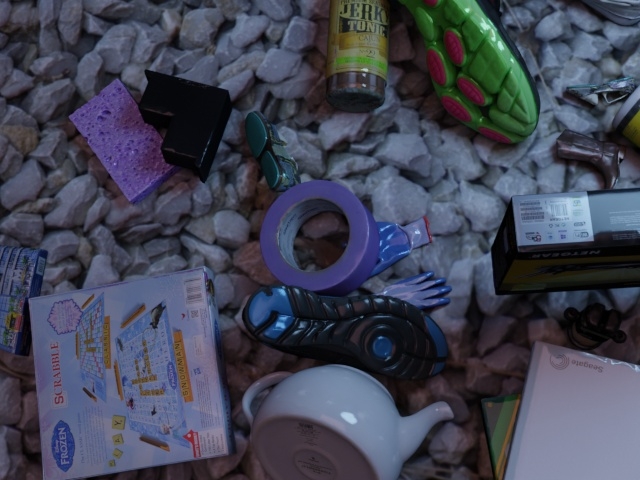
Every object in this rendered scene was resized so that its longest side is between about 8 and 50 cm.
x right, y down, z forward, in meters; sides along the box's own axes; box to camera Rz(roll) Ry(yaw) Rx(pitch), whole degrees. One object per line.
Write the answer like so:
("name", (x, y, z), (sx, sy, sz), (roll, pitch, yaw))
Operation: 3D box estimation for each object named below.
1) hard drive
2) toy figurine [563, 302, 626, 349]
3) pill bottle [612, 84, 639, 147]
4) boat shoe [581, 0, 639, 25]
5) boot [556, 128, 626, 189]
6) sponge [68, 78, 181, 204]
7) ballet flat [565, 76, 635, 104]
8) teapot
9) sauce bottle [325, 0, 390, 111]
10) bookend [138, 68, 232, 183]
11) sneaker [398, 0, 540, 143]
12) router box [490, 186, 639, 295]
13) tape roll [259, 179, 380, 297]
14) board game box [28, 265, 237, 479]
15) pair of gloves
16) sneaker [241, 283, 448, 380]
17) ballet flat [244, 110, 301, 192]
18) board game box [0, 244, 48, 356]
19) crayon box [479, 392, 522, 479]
("hard drive", (0.391, 0.345, 1.318), (0.233, 0.047, 0.352), (13, 79, 11))
("toy figurine", (0.457, 0.049, 1.415), (0.210, 0.148, 0.213), (-24, 73, -4))
("pill bottle", (0.588, -0.170, 1.451), (0.208, 0.119, 0.119), (41, 86, 14))
("boat shoe", (0.446, -0.461, 1.550), (0.268, 0.088, 0.096), (36, 85, 14))
("boot", (0.442, -0.129, 1.504), (0.114, 0.037, 0.106), (17, 68, 8))
("sponge", (-0.353, -0.180, 1.635), (0.117, 0.031, 0.210), (-38, 75, -1))
("ballet flat", (0.475, -0.250, 1.527), (0.115, 0.041, 0.041), (-7, 77, 8))
("teapot", (0.024, 0.283, 1.403), (0.256, 0.252, 0.187), (39, 44, -5))
("sauce bottle", (0.067, -0.404, 1.582), (0.112, 0.111, 0.344), (0, 78, 8))
("bookend", (-0.255, -0.201, 1.586), (0.156, 0.072, 0.157), (14, 71, 6))
("sneaker", (0.251, -0.391, 1.507), (0.202, 0.185, 0.482), (-28, 91, -31))
("router box", (0.401, 0.003, 1.229), (0.309, 0.243, 0.080), (-4, 73, 4))
("tape roll", (0.000, 0.000, 1.504), (0.189, 0.080, 0.188), (-4, 75, 17))
("board game box", (-0.320, 0.227, 1.523), (0.318, 0.066, 0.318), (-10, 77, 6))
("pair of gloves", (0.129, 0.055, 1.518), (0.159, 0.023, 0.198), (-17, 75, 5))
("sneaker", (0.039, 0.144, 1.465), (0.341, 0.139, 0.125), (16, 77, -9))
("ballet flat", (-0.080, -0.151, 1.570), (0.070, 0.070, 0.188), (-23, 55, 3))
("board game box", (-0.601, 0.097, 1.596), (0.194, 0.060, 0.194), (5, 79, 9))
("crayon box", (0.374, 0.389, 1.378), (0.203, 0.083, 0.322), (-10, 77, 6))
